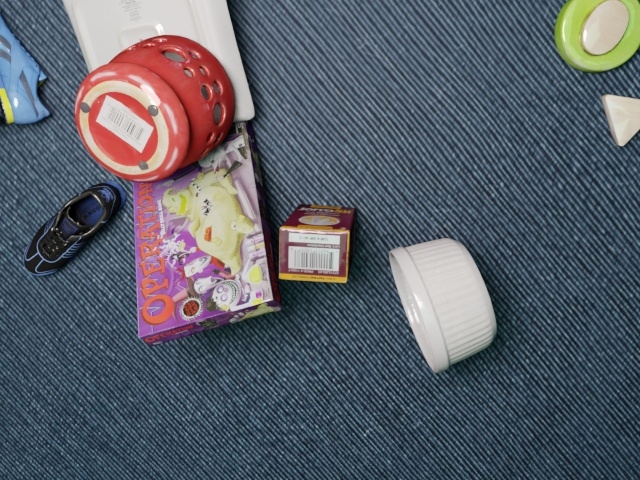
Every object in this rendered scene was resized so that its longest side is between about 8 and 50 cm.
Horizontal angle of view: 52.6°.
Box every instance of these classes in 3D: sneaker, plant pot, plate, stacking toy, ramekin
[{"bbox_3d":[-0.511,-0.297,1.082,0.082,0.069,0.209,-17,92,-25],"label":"sneaker"},{"bbox_3d":[-0.241,-0.183,0.932,0.191,0.174,0.191,8,121,14],"label":"plant pot"},{"bbox_3d":[-0.438,-0.017,1.113,0.232,0.090,0.081,-42,96,12],"label":"sneaker"},{"bbox_3d":[-0.264,-0.299,1.003,0.277,0.045,0.278,-3,116,20],"label":"plate"},{"bbox_3d":[0.521,-0.301,0.945,0.279,0.130,0.309,-30,97,10],"label":"stacking toy"},{"bbox_3d":[0.194,0.095,1.026,0.109,0.207,0.207,-19,100,0],"label":"ramekin"}]

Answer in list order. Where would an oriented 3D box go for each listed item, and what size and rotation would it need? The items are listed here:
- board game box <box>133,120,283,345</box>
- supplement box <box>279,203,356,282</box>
[{"bbox_3d":[-0.185,-0.027,1.004,0.208,0.056,0.347,-19,59,11],"label":"board game box"},{"bbox_3d":[0.000,0.000,1.025,0.104,0.188,0.080,4,104,5],"label":"supplement box"}]
